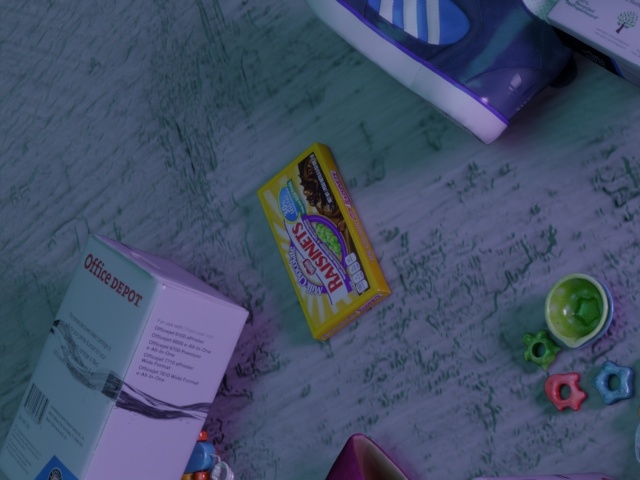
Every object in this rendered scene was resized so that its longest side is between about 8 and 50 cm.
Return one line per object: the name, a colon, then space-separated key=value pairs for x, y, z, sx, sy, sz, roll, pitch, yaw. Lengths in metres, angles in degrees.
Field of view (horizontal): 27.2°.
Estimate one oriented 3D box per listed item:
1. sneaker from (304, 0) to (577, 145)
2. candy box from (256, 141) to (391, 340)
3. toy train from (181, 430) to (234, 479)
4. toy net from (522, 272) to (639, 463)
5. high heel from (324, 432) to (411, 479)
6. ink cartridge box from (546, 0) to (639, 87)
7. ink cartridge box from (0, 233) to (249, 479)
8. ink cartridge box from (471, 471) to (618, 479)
sneaker: x=0.147 y=-0.266 z=1.386 sx=0.236 sy=0.130 sz=0.323 roll=-52 pitch=50 yaw=7
candy box: x=0.000 y=0.000 z=1.497 sx=0.105 sy=0.027 sz=0.206 roll=-40 pitch=58 yaw=29
toy train: x=-0.151 y=0.302 z=1.542 sx=0.125 sy=0.046 sz=0.166 roll=47 pitch=113 yaw=34
toy net: x=0.275 y=0.144 z=1.233 sx=0.122 sy=0.045 sz=0.232 roll=-47 pitch=56 yaw=21
high heel: x=0.125 y=0.322 z=1.253 sx=0.377 sy=0.127 sz=0.181 roll=16 pitch=101 yaw=43
ink cartridge box: x=0.375 y=-0.285 z=1.206 sx=0.332 sy=0.065 sz=0.165 roll=-51 pitch=53 yaw=1
ink cartridge box: x=-0.235 y=0.173 z=1.542 sx=0.223 sy=0.129 sz=0.307 roll=26 pitch=95 yaw=56
ink cartridge box: x=0.236 y=0.271 z=1.126 sx=0.160 sy=0.219 sz=0.092 roll=25 pitch=99 yaw=40
